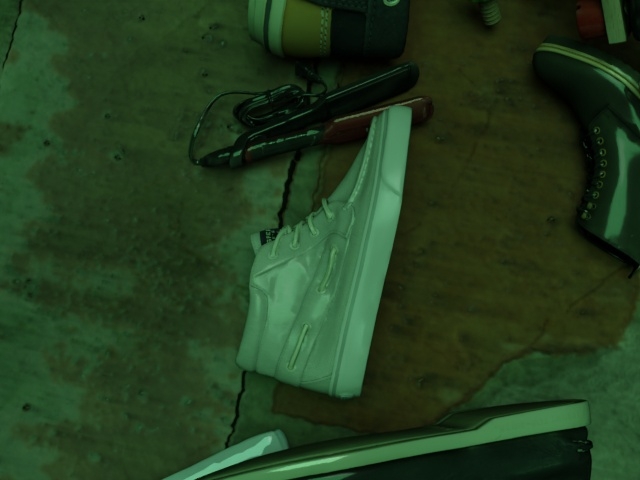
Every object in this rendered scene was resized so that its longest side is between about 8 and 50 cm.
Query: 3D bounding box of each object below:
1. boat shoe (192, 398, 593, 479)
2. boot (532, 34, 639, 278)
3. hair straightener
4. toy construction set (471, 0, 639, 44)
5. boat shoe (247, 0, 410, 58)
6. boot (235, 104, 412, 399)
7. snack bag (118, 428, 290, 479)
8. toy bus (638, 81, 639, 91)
[{"bbox_3d":[0.060,0.206,0.668,0.340,0.127,0.113,-8,82,-16],"label":"boat shoe"},{"bbox_3d":[0.242,-0.076,0.746,0.198,0.077,0.137,38,89,11],"label":"boot"},{"bbox_3d":[-0.016,-0.122,0.790,0.230,0.047,0.089,-18,66,5],"label":"hair straightener"},{"bbox_3d":[0.281,-0.304,0.645,0.309,0.237,0.257,29,70,41],"label":"toy construction set"},{"bbox_3d":[0.075,-0.392,0.764,0.156,0.187,0.500,17,87,4],"label":"boat shoe"},{"bbox_3d":[0.000,0.000,0.728,0.123,0.095,0.258,12,85,5],"label":"boot"},{"bbox_3d":[-0.120,0.357,0.700,0.343,0.037,0.323,-26,79,-5],"label":"snack bag"},{"bbox_3d":[0.378,-0.168,0.728,0.202,0.104,0.191,-12,45,23],"label":"toy bus"}]
